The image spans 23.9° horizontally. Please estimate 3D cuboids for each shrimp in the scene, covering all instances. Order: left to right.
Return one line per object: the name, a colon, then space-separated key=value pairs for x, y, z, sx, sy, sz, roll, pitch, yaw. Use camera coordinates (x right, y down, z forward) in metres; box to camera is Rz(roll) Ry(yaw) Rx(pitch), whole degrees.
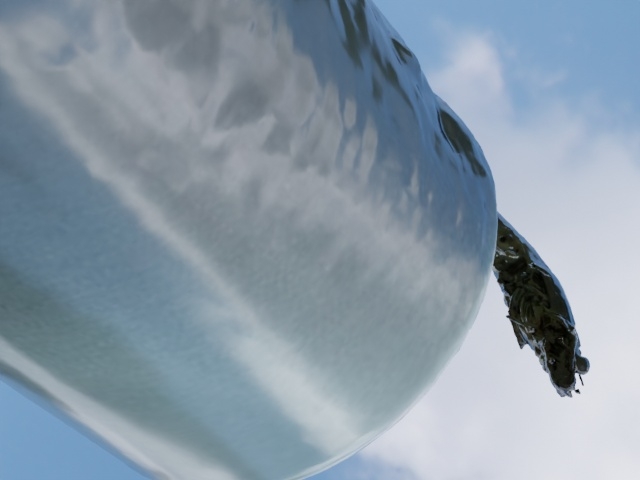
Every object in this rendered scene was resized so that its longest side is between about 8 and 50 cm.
shrimp: x=0.135 y=0.027 z=1.128 sx=0.051 sy=0.150 sz=0.217 roll=-40 pitch=-146 yaw=15

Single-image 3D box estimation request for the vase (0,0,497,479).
vase: x=-0.076 y=-0.063 z=0.481 sx=0.245 sy=0.291 sz=0.245 roll=-21 pitch=-133 yaw=25
